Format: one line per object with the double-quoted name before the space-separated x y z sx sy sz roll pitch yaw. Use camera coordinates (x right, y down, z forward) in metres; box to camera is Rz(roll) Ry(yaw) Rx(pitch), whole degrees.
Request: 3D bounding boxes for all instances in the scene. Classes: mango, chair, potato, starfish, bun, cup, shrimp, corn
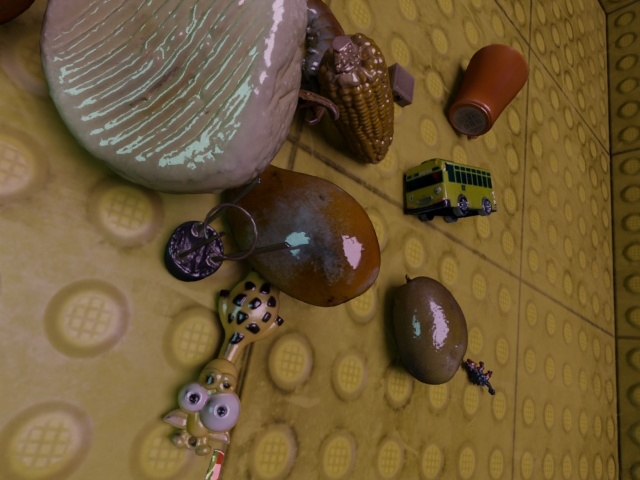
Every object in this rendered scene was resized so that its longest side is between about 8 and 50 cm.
"mango" -0.042 -0.023 0.687 0.316 0.146 0.193 39 90 15
"chair" -0.147 -0.007 0.606 0.104 0.221 0.095 15 64 -38
"potato" 0.244 0.194 0.950 0.174 0.158 0.252 -11 81 -65
"starfish" -0.060 -0.221 0.731 0.146 0.189 0.074 -26 111 -47
"bun" -0.176 -0.244 0.581 0.353 0.348 0.227 53 9 -7
"cup" 0.500 -0.432 1.278 0.264 0.182 0.226 -55 149 -24
"shrimp" -0.029 -0.446 0.859 0.287 0.068 0.185 56 47 -12
"corn" 0.080 -0.264 0.825 0.347 0.130 0.131 47 49 -67

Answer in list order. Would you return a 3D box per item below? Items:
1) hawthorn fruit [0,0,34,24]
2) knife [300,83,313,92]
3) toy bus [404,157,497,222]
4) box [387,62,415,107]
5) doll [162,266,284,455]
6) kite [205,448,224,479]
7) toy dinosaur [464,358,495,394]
"hawthorn fruit" -0.407 -0.341 0.401 0.268 0.267 0.301 60 43 -17
"knife" -0.046 -0.296 0.858 0.162 0.023 0.044 -24 97 -41
"toy bus" 0.340 -0.129 1.099 0.261 0.127 0.150 0 83 -42
"box" 0.205 -0.398 1.083 0.079 0.035 0.084 24 69 -36
"doll" -0.143 0.181 0.663 0.117 0.086 0.291 24 65 -3
"kite" -0.186 0.416 0.636 0.241 0.014 0.184 28 65 -33
"toy dinosaur" 0.443 0.376 1.161 0.154 0.049 0.055 49 53 -18
